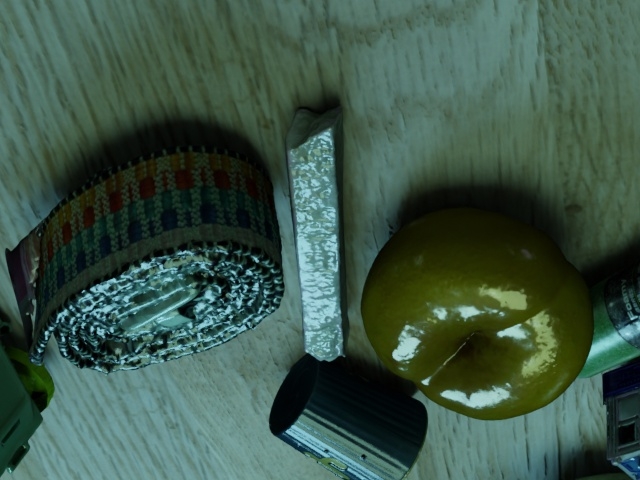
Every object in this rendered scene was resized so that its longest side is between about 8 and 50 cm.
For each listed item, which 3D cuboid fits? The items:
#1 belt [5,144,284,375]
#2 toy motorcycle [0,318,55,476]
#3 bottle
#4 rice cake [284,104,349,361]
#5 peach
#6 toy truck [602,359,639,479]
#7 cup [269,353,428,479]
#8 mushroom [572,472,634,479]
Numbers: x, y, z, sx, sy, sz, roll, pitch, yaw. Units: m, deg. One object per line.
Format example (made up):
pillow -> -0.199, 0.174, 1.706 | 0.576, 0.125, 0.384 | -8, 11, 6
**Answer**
belt -> -0.172, 0.016, 1.430 | 0.295, 0.161, 0.206 | -31, 144, 35
toy motorcycle -> -0.473, 0.137, 1.594 | 0.199, 0.191, 0.326 | -11, 117, 29
bottle -> 0.375, 0.048, 1.428 | 0.093, 0.093, 0.330 | 30, 139, -25
rice cake -> 0.000, 0.000, 1.451 | 0.056, 0.073, 0.365 | 3, 138, 7
peach -> 0.166, 0.078, 1.439 | 0.251, 0.153, 0.251 | 19, 142, 15
toy truck -> 0.445, 0.250, 1.598 | 0.124, 0.155, 0.268 | -26, 129, 35
cup -> 0.021, 0.221, 1.669 | 0.155, 0.131, 0.176 | 31, 157, -20
mushroom -> 0.385, 0.461, 1.755 | 0.352, 0.260, 0.352 | -2, 109, -6
